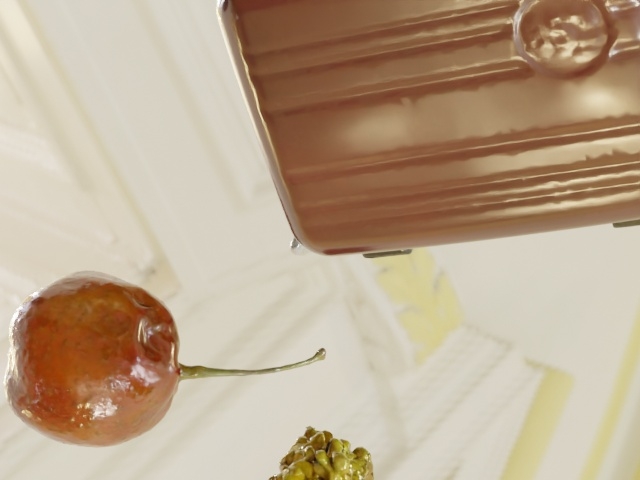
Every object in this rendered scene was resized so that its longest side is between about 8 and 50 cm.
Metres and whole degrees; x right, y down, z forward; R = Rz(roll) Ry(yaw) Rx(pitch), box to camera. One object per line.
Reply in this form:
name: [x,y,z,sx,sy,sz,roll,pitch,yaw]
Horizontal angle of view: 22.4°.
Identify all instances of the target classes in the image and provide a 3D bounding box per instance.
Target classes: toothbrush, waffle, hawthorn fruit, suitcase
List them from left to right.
hawthorn fruit: [-0.143,0.118,1.466,0.285,0.165,0.165,10,-138,7]
waffle: [-0.006,0.248,1.259,0.070,0.197,0.193,8,179,11]
toothbrush: [0.000,0.000,1.620,0.029,0.025,0.307,15,-176,6]
suitcase: [0.100,-0.121,1.036,0.297,0.236,0.161,-7,-151,22]
